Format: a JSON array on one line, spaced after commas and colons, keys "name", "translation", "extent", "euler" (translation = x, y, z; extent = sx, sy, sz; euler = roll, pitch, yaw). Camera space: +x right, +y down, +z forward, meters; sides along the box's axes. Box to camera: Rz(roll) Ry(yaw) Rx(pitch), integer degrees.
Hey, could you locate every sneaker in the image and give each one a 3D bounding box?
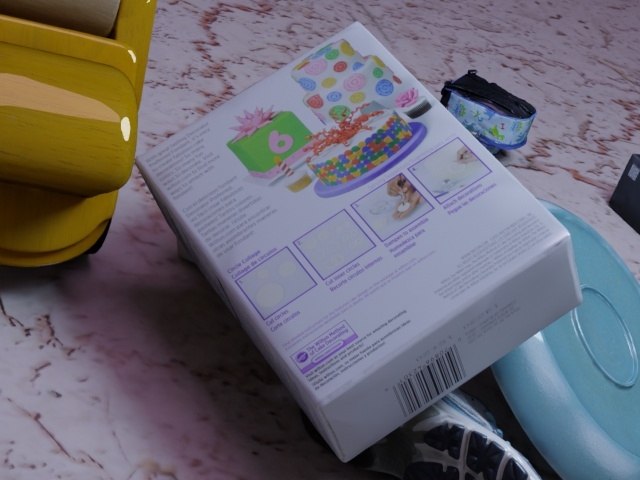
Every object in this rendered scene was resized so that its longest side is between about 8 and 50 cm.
[{"name": "sneaker", "translation": [0.119, 0.173, 1.280], "extent": [0.283, 0.110, 0.122], "euler": [40, 28, 31]}]

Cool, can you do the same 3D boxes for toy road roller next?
[{"name": "toy road roller", "translation": [-0.243, -0.140, 1.344], "extent": [0.202, 0.329, 0.240], "euler": [11, -7, -23]}]

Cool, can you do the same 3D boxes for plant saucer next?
[{"name": "plant saucer", "translation": [0.244, 0.092, 1.407], "extent": [0.317, 0.044, 0.317], "euler": [35, 38, -34]}]

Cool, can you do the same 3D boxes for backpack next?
[{"name": "backpack", "translation": [0.213, -0.155, 1.991], "extent": [0.114, 0.084, 0.105], "euler": [25, 27, 18]}]

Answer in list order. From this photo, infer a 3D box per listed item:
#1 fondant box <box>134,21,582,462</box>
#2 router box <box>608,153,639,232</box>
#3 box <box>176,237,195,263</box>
[{"name": "fondant box", "translation": [0.025, -0.011, 1.299], "extent": [0.238, 0.096, 0.330], "euler": [-33, 51, -8]}, {"name": "router box", "translation": [0.547, 0.008, 1.941], "extent": [0.243, 0.081, 0.309], "euler": [2, 32, -34]}, {"name": "box", "translation": [0.000, 0.000, 1.442], "extent": [0.275, 0.094, 0.113], "euler": [20, 38, 30]}]
